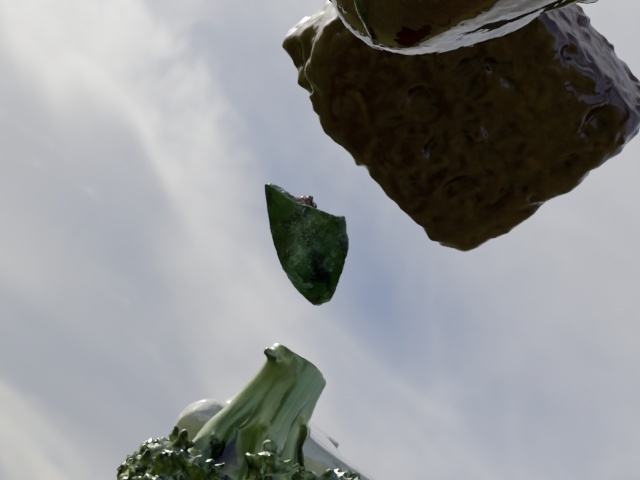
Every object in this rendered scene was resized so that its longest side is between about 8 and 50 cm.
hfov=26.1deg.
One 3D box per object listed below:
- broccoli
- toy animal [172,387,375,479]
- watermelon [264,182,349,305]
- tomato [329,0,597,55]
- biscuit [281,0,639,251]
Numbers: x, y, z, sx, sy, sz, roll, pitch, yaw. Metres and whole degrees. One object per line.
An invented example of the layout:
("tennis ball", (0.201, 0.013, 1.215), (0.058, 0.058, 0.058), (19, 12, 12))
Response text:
("broccoli", (-0.073, 0.256, 1.390), (0.288, 0.260, 0.235), (15, -50, 42))
("toy animal", (-0.121, 0.353, 1.634), (0.241, 0.367, 0.196), (27, 6, -24))
("watermelon", (-0.004, 0.007, 1.673), (0.101, 0.080, 0.155), (3, -82, 27))
("tomato", (0.127, -0.284, 1.079), (0.303, 0.239, 0.303), (7, -82, 58))
("biscuit", (0.184, -0.197, 1.760), (0.343, 0.166, 0.395), (-35, -69, 31))
